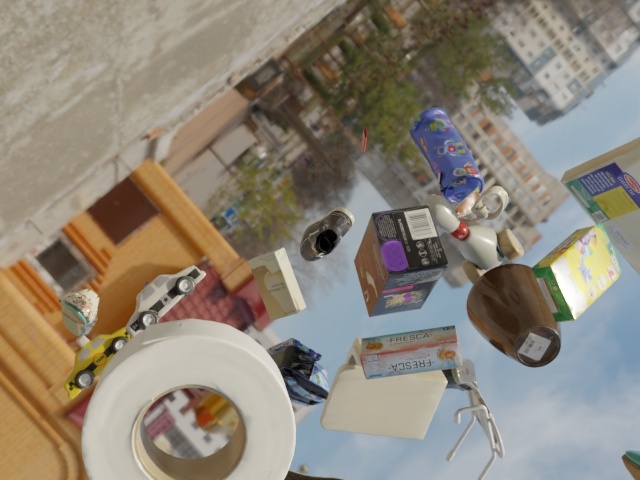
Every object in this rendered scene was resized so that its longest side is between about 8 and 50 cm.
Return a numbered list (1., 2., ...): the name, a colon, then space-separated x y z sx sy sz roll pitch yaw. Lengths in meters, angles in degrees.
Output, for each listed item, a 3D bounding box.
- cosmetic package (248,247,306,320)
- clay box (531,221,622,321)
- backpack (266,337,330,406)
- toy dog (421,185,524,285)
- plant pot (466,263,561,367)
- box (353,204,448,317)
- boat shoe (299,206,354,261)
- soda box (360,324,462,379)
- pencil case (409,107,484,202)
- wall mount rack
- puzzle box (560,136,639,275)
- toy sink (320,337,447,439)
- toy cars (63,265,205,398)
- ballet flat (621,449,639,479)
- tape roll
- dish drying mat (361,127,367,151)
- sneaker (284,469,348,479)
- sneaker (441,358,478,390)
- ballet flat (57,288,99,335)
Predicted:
1. cosmetic package: -0.076 0.077 1.331 0.060 0.115 0.041 -20 -176 25
2. clay box: 0.537 0.061 1.579 0.222 0.127 0.053 -31 -172 -37
3. backpack: -0.053 0.345 1.935 0.158 0.173 0.117 -34 -149 45
4. toy dog: 0.374 -0.035 1.934 0.220 0.334 0.161 -22 -139 9
5. plant pot: 0.479 0.198 1.811 0.215 0.215 0.230 -39 -162 12
6. box: 0.183 0.054 1.804 0.143 0.165 0.270 -9 156 -12
7. boat shoe: 0.000 0.000 1.645 0.065 0.075 0.206 -56 -173 -37
8. soda box: 0.168 0.208 1.418 0.183 0.058 0.063 -9 -156 10
9. pencil case: 0.356 -0.243 2.187 0.133 0.306 0.119 -10 144 -16
10. wall mount rack: 0.430 0.562 2.219 0.130 0.304 0.350 -13 -161 -1
11. puzzle box: 0.859 -0.072 1.985 0.272 0.409 0.052 -27 -159 51
12. toy sink: 0.113 0.300 1.568 0.131 0.234 0.153 -117 -139 -62
13. toy cars: -0.388 0.167 1.507 0.393 0.087 0.176 -41 -174 23
14. ballet flat: 0.832 0.573 1.728 0.116 0.124 0.342 1 179 -33
15. tape roll: -0.179 0.254 1.053 0.286 0.286 0.100 -41 -169 -1
16. dish drying mat: 0.116 -0.266 2.016 0.008 0.032 0.083 -4 162 -3
17. sneaker: 0.000 0.586 1.669 0.106 0.290 0.123 -58 159 -52
18. sneaker: 0.348 0.368 2.065 0.118 0.083 0.222 -16 157 23
19. ballet flat: -0.520 0.145 1.657 0.077 0.091 0.241 -53 -174 -25
